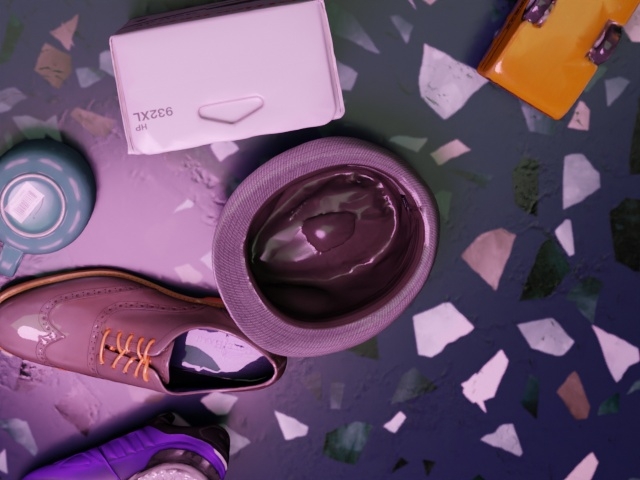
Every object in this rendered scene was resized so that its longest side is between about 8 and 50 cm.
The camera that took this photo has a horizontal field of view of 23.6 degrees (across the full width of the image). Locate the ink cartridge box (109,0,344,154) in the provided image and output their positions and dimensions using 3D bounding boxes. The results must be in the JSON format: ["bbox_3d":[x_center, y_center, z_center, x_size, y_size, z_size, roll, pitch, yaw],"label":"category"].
[{"bbox_3d":[-0.102,-0.191,1.668,0.223,0.307,0.129,-10,102,-1],"label":"ink cartridge box"}]

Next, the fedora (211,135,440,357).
[{"bbox_3d":[0.000,0.000,1.805,0.275,0.124,0.244,-33,103,-5],"label":"fedora"}]

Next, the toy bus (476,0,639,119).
[{"bbox_3d":[0.315,-0.306,1.759,0.108,0.130,0.333,30,98,-8],"label":"toy bus"}]

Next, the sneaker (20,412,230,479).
[{"bbox_3d":[-0.228,0.280,1.859,0.293,0.146,0.102,-10,121,29],"label":"sneaker"}]

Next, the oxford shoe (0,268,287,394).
[{"bbox_3d":[-0.217,0.113,1.811,0.363,0.133,0.130,4,101,-4],"label":"oxford shoe"}]

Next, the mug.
[{"bbox_3d":[-0.329,-0.036,1.794,0.129,0.097,0.158,-7,101,-2],"label":"mug"}]
